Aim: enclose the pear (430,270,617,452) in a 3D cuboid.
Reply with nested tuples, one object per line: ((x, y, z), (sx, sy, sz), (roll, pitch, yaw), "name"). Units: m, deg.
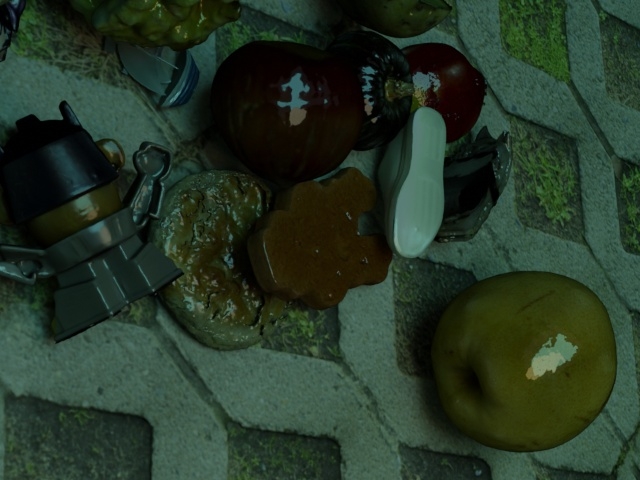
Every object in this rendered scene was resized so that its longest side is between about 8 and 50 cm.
((0.334, 0.196, 1.707), (0.314, 0.314, 0.314), (10, 73, -37), "pear")

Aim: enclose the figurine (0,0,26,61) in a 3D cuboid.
((-0.459, -0.244, 1.291), (0.145, 0.145, 0.222), (38, 62, -25), "figurine")

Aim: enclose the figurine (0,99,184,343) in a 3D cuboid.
((-0.311, -0.034, 1.335), (0.308, 0.143, 0.309), (10, 75, -40), "figurine")

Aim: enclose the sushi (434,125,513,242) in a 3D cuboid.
((0.267, -0.095, 1.844), (0.109, 0.134, 0.273), (66, 33, -24), "sushi")

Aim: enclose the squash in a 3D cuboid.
((0.069, -0.241, 1.684), (0.193, 0.156, 0.193), (-9, 108, -31), "squash")

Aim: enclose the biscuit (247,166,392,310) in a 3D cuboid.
((0.000, 0.000, 1.603), (0.334, 0.047, 0.202), (-22, 96, -54), "biscuit")

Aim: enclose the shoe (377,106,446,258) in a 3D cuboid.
((0.143, -0.088, 1.730), (0.095, 0.110, 0.265), (22, 69, -26), "shoe")

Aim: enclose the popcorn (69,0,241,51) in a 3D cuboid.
((-0.220, -0.378, 1.425), (0.237, 0.293, 0.293), (54, 51, -36), "popcorn")

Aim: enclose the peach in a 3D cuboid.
((0.232, -0.274, 1.876), (0.279, 0.068, 0.189), (-19, 93, -40), "peach")

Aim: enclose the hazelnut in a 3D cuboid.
((-0.047, -0.185, 1.532), (0.229, 0.229, 0.230), (10, 73, -37), "hazelnut")

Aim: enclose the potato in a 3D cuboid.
((0.088, -0.406, 1.718), (0.160, 0.111, 0.272), (6, 34, -36), "potato")

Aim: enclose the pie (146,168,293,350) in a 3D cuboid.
((-0.136, 0.026, 1.518), (0.274, 0.055, 0.274), (9, 77, -42), "pie")

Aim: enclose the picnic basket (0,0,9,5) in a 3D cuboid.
((-0.420, -0.369, 1.227), (0.154, 0.134, 0.196), (27, 37, 6), "picnic basket")

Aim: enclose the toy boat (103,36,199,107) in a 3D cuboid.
((-0.240, -0.245, 1.511), (0.149, 0.034, 0.105), (6, 73, -38), "toy boat")
